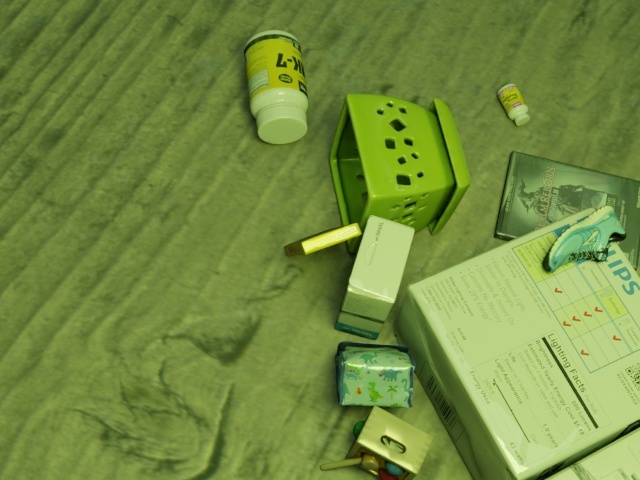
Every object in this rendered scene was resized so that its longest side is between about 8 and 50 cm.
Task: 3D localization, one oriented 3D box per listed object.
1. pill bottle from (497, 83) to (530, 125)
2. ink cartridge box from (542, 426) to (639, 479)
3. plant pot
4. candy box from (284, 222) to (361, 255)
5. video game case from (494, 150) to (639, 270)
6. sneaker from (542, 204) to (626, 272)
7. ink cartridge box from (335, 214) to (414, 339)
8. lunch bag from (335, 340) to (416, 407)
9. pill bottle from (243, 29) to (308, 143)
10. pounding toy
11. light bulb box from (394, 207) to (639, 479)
[{"bbox_3d":[0.400,-0.279,1.816,0.043,0.043,0.083,-17,66,-10],"label":"pill bottle"},{"bbox_3d":[0.424,0.416,1.397,0.283,0.207,0.117,-24,66,-12],"label":"ink cartridge box"},{"bbox_3d":[0.148,-0.128,1.643,0.207,0.228,0.227,-6,65,-13],"label":"plant pot"},{"bbox_3d":[0.000,0.000,1.587,0.105,0.206,0.027,-22,92,-11],"label":"candy box"},{"bbox_3d":[0.492,-0.059,1.726,0.274,0.026,0.196,15,65,4],"label":"video game case"},{"bbox_3d":[0.431,0.008,1.425,0.162,0.063,0.073,-32,69,-16],"label":"sneaker"},{"bbox_3d":[0.092,0.070,1.549,0.086,0.203,0.148,17,66,1],"label":"ink cartridge box"},{"bbox_3d":[0.091,0.224,1.517,0.129,0.151,0.096,4,97,-2],"label":"lunch bag"},{"bbox_3d":[-0.087,-0.307,1.772,0.119,0.119,0.208,-6,65,-5],"label":"pill bottle"},{"bbox_3d":[0.092,0.355,1.468,0.141,0.130,0.100,27,60,6],"label":"pounding toy"},{"bbox_3d":[0.372,0.194,1.490,0.361,0.225,0.357,-22,67,-13],"label":"light bulb box"}]
